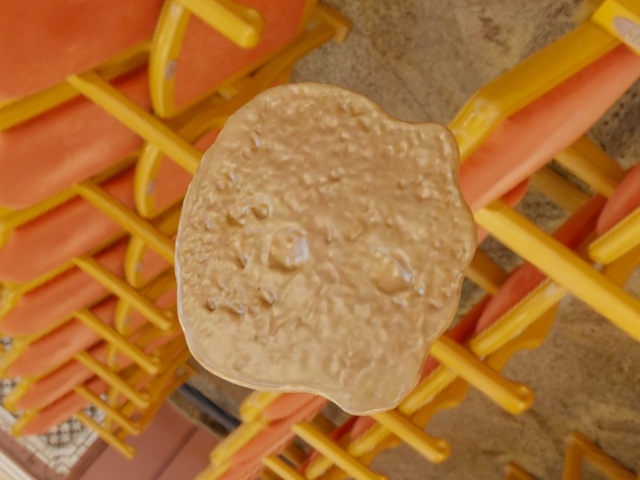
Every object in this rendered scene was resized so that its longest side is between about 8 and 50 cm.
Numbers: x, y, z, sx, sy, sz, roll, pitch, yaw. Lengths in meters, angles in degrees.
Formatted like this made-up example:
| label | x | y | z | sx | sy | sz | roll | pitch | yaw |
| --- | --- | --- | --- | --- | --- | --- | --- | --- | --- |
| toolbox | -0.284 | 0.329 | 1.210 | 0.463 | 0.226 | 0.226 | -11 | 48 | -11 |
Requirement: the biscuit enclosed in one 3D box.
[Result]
| label | x | y | z | sx | sy | sz | roll | pitch | yaw |
| --- | --- | --- | --- | --- | --- | --- | --- | --- | --- |
| biscuit | 0.000 | 0.001 | 1.075 | 0.364 | 0.385 | 0.062 | 15 | 170 | 14 |
